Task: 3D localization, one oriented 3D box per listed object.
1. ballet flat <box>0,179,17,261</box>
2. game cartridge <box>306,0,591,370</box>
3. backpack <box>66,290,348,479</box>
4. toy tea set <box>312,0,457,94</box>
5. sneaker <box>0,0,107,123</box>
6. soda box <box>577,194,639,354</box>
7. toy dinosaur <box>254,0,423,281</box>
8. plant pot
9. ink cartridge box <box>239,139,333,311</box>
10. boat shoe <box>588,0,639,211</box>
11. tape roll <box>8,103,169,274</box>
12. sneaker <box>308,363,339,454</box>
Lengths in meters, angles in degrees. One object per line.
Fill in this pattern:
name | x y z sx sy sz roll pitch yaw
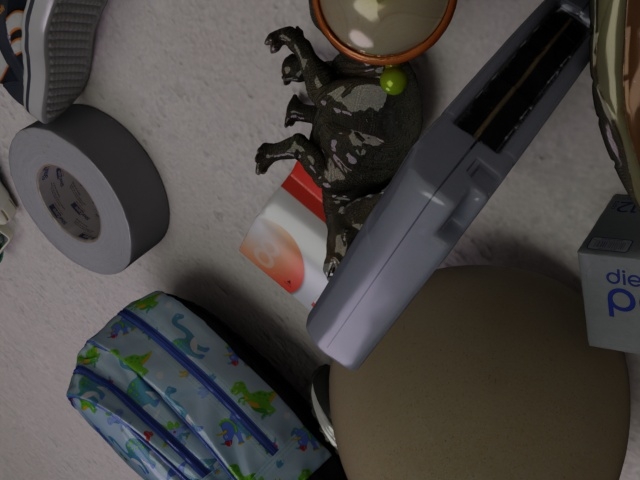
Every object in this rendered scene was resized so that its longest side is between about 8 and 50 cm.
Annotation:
ballet flat | -0.519 -0.040 1.279 0.087 0.083 0.247 21 139 -7
game cartridge | 0.098 -0.049 0.564 0.060 0.294 0.196 34 138 9
backpack | -0.150 0.227 1.056 0.356 0.273 0.290 58 165 5
toy tea set | 0.021 -0.268 0.532 0.200 0.124 0.336 -42 90 16
sneaker | -0.303 -0.257 0.868 0.127 0.126 0.321 41 141 -2
soda box | 0.341 0.039 0.585 0.286 0.091 0.098 8 127 37
toy dinosaur | 0.031 -0.113 0.734 0.160 0.121 0.314 19 128 12
plant pot | 0.139 0.191 0.721 0.284 0.191 0.284 4 124 6
ink cartridge box | 0.000 0.000 0.882 0.145 0.045 0.179 40 142 7
boat shoe | 0.235 -0.150 0.503 0.120 0.122 0.324 0 123 37
tape roll | -0.303 -0.064 1.067 0.219 0.072 0.219 23 135 25
sneaker | 0.099 0.241 0.970 0.271 0.100 0.108 43 113 11
